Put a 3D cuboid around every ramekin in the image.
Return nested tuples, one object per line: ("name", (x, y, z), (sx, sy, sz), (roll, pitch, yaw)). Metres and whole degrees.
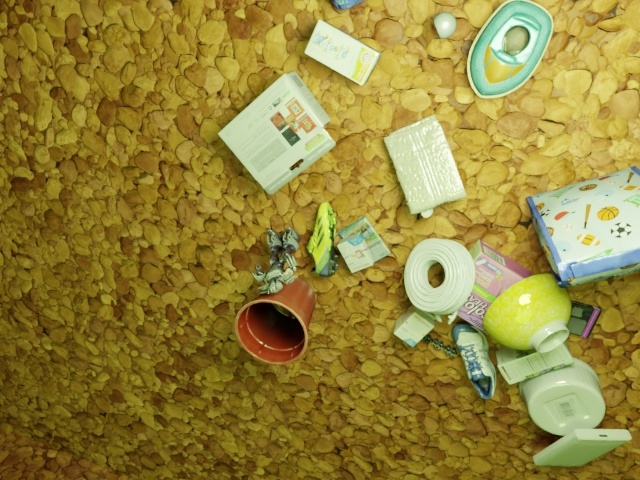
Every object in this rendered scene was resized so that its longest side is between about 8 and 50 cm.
("ramekin", (0.873, 0.568, 1.637), (0.277, 0.135, 0.277), (6, 114, 13))

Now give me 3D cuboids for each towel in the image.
("towel", (0.331, -0.240, 1.450), (0.187, 0.049, 0.282), (-19, 90, 19))

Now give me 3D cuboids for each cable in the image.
("cable", (0.391, 0.118, 1.520), (0.089, 0.257, 0.257), (9, 119, -39))

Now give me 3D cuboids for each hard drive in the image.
("hard drive", (0.947, 0.762, 1.660), (0.203, 0.040, 0.307), (3, 138, -6))

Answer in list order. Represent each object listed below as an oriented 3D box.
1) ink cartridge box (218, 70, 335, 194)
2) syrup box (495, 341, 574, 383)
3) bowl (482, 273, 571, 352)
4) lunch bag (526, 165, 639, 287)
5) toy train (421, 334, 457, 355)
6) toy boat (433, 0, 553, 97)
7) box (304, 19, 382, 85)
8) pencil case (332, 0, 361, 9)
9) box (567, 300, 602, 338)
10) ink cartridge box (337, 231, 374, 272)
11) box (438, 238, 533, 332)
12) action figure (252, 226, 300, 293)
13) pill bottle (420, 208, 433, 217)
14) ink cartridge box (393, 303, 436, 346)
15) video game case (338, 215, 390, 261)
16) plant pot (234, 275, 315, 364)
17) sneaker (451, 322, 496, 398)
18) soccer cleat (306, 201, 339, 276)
("ink cartridge box", (-0.131, -0.351, 1.514), (0.309, 0.130, 0.272), (-33, 103, 25))
("syrup box", (0.762, 0.417, 1.625), (0.237, 0.093, 0.096), (-31, 102, 24))
("bowl", (0.687, 0.260, 1.438), (0.289, 0.156, 0.289), (-12, 132, -14))
("lunch bag", (0.794, -0.019, 1.269), (0.328, 0.385, 0.239), (-20, 106, 21))
("toy train", (0.451, 0.402, 1.738), (0.158, 0.027, 0.036), (27, 120, 3))
("toy boat", (0.460, -0.549, 1.263), (0.318, 0.148, 0.267), (24, 117, 4))
("box", (0.072, -0.568, 1.375), (0.203, 0.114, 0.103), (30, 115, 1))
("pencil case", (0.161, -0.754, 1.269), (0.306, 0.119, 0.133), (-13, 86, 21))
("box", (0.865, 0.264, 1.569), (0.162, 0.029, 0.116), (14, 114, 7))
("ink cartridge box", (0.129, 0.045, 1.640), (0.088, 0.052, 0.122), (-23, 106, 23))
("box", (0.563, 0.161, 1.556), (0.214, 0.117, 0.243), (33, 117, 0))
("action figure", (-0.153, 0.078, 1.617), (0.185, 0.285, 0.099), (-18, 130, 22))
("pill bottle", (0.354, -0.105, 1.516), (0.043, 0.083, 0.043), (6, 113, 13))
("ink cartridge box", (0.355, 0.304, 1.687), (0.092, 0.090, 0.143), (37, 116, -3))
("video game case", (0.161, 0.008, 1.654), (0.119, 0.015, 0.166), (-31, 102, 25))
("plant pot", (-0.145, 0.276, 1.710), (0.272, 0.265, 0.272), (6, 114, 12))
("sneaker", (0.576, 0.443, 1.666), (0.112, 0.131, 0.296), (-25, 103, 25))
("soccer cleat", (0.000, 0.001, 1.652), (0.121, 0.093, 0.289), (5, 113, 20))
